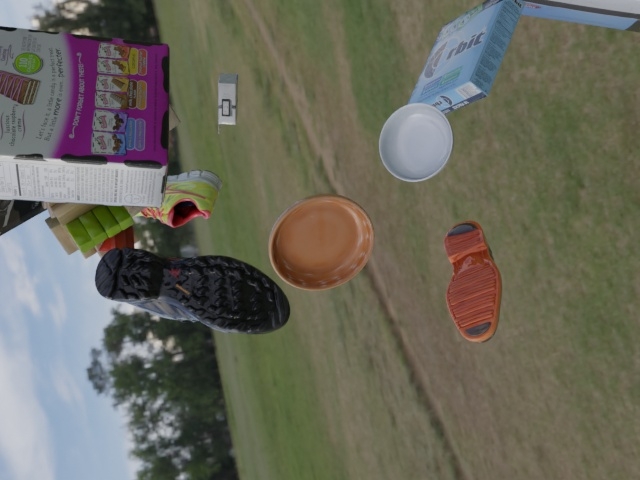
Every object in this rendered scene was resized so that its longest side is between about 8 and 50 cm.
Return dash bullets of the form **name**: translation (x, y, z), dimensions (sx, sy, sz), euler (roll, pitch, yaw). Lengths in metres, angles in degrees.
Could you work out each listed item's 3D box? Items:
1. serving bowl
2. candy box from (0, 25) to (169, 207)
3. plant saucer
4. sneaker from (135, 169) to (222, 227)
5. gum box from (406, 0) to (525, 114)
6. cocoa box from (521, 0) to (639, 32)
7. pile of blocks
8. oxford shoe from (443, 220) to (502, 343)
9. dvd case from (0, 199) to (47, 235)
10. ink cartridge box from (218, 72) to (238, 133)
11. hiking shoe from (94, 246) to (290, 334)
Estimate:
- **serving bowl**: translation (0.105, -0.102, 0.848), dimensions (0.027, 0.083, 0.083), euler (9, -115, -61)
- **candy box**: translation (-0.260, -0.117, 0.738), dimensions (0.071, 0.233, 0.159), euler (114, 155, -52)
- **plant saucer**: translation (0.000, 0.000, 1.469), dimensions (0.037, 0.199, 0.200), euler (-115, 15, -58)
- **sneaker**: translation (-0.281, -0.064, 1.430), dimensions (0.081, 0.208, 0.094), euler (56, -151, -54)
- **gum box**: translation (0.217, -0.277, 1.213), dimensions (0.157, 0.041, 0.184), euler (-16, 43, 58)
- **cocoa box**: translation (0.478, -0.490, 1.322), dimensions (0.228, 0.346, 0.232), euler (-22, -57, -79)
- **pile of blocks**: translation (-0.283, -0.076, 1.063), dimensions (0.113, 0.148, 0.362), euler (50, 139, 23)
- **oxford shoe**: translation (0.367, 0.110, 1.826), dimensions (0.133, 0.129, 0.364), euler (56, -154, -33)
- **dvd case**: translation (-0.373, -0.121, 1.048), dimensions (0.239, 0.029, 0.179), euler (-63, -9, 32)
- **ink cartridge box**: translation (-0.144, -0.212, 1.241), dimensions (0.048, 0.028, 0.083), euler (-91, 4, -61)
- **hiking shoe**: translation (-0.143, 0.058, 0.943), dimensions (0.114, 0.226, 0.086), euler (79, -155, -81)
